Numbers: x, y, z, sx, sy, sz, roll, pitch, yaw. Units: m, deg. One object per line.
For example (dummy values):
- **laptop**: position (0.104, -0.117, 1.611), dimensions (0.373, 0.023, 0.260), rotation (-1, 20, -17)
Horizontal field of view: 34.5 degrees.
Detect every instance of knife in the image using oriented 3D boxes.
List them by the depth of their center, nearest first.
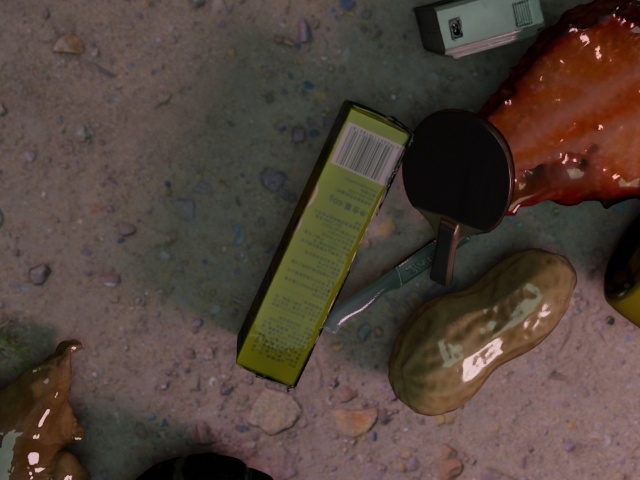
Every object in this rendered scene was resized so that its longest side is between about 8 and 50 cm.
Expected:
- **knife**: position (0.087, 0.045, 1.207), dimensions (0.210, 0.015, 0.028), rotation (-34, 85, -13)

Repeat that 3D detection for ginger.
- **ginger**: position (-0.354, 0.242, 1.199), dimensions (0.219, 0.123, 0.270), rotation (37, 98, -7)

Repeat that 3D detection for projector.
- **projector**: position (0.169, -0.237, 1.108), dimensions (0.115, 0.147, 0.061), rotation (-17, 104, 1)

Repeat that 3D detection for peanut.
- **peanut**: position (0.184, 0.100, 1.197), dimensions (0.257, 0.123, 0.123), rotation (-40, 101, 6)

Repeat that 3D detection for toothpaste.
- **toothpaste**: position (0.000, 0.000, 1.171), dimensions (0.077, 0.110, 0.327), rotation (23, 100, -9)

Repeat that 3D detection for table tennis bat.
- **table tennis bat**: position (0.147, -0.044, 1.145), dimensions (0.130, 0.019, 0.220), rotation (22, 127, 24)

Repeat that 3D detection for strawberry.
- **strawberry**: position (0.307, -0.144, 1.142), dimensions (0.253, 0.150, 0.280), rotation (25, 132, -16)

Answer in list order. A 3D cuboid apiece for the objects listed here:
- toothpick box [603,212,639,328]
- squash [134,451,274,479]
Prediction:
- **toothpick box**: position (0.464, 0.065, 1.177), dimensions (0.271, 0.175, 0.175), rotation (27, 99, -5)
- **squash**: position (-0.137, 0.376, 1.218), dimensions (0.252, 0.165, 0.252), rotation (-1, 106, -4)
